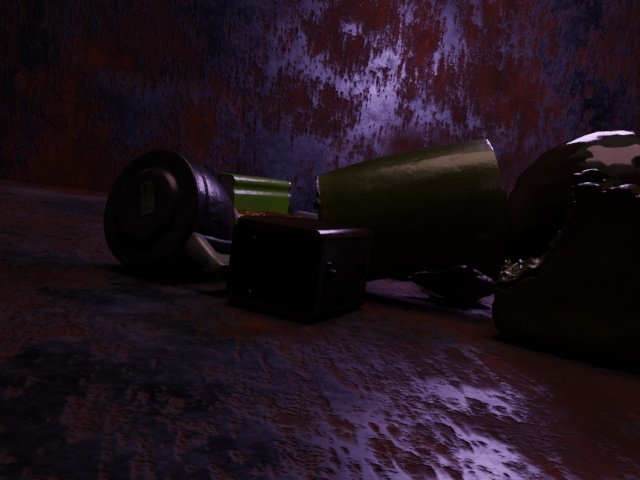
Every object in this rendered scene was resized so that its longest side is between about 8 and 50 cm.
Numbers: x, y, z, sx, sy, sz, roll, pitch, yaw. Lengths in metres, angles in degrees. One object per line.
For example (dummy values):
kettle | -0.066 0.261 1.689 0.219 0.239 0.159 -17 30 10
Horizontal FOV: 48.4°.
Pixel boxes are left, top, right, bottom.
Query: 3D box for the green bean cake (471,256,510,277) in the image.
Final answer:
green bean cake | 0.483 0.046 1.921 0.233 0.097 0.198 26 8 2

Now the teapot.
teapot | -0.239 -0.036 1.412 0.322 0.239 0.239 5 -10 33

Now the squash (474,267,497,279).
squash | 0.488 0.059 2.041 0.395 0.107 0.107 10 6 16

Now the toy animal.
toy animal | 0.296 0.092 1.578 0.188 0.089 0.179 9 1 11

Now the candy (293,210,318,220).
candy | 0.000 0.000 1.835 0.174 0.138 0.071 12 22 37

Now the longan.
longan | 0.584 -0.024 1.452 0.404 0.403 0.436 5 -9 -23

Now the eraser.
eraser | -0.209 -0.099 2.219 0.092 0.209 0.274 11 8 36

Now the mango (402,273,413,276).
mango | 0.175 0.040 1.873 0.136 0.099 0.227 9 11 -36

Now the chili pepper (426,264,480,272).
chili pepper | 0.316 0.063 1.792 0.136 0.099 0.270 6 6 -5

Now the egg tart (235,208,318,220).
egg tart | -0.147 -0.002 1.699 0.341 0.128 0.341 7 7 -1

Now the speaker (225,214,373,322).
speaker | -0.029 0.042 1.248 0.193 0.153 0.231 9 5 25

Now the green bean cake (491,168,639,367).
green bean cake | 0.447 0.032 1.190 0.285 0.309 0.202 14 10 31

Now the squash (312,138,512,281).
squash | 0.183 -0.055 1.496 0.385 0.262 0.263 -11 4 4
